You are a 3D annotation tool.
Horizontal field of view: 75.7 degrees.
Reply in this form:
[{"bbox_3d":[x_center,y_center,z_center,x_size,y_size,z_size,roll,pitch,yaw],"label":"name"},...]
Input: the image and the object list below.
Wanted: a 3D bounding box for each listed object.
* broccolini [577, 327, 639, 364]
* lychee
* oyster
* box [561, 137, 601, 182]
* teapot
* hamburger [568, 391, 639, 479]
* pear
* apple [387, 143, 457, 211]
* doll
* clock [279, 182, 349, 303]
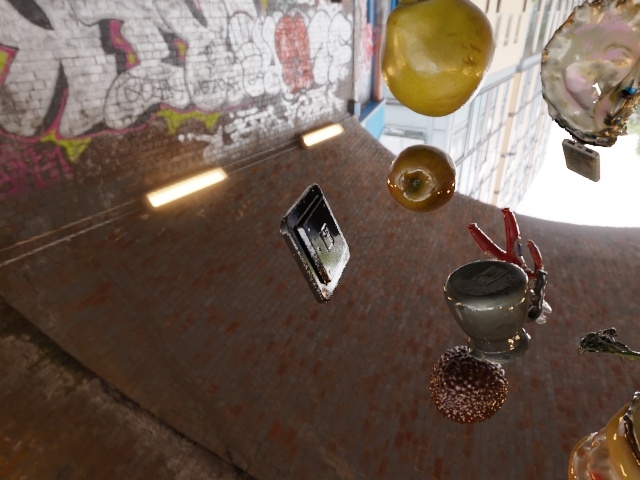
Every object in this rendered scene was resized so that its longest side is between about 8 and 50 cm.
[{"bbox_3d":[0.893,0.299,1.173,0.123,0.062,0.271,-45,-160,-31],"label":"broccolini"},{"bbox_3d":[0.534,0.525,1.502,0.304,0.276,0.276,7,-162,-39],"label":"lychee"},{"bbox_3d":[0.503,-0.294,0.737,0.092,0.260,0.198,-14,-170,-29],"label":"oyster"},{"bbox_3d":[1.019,-0.309,1.607,0.142,0.044,0.285,45,-166,34],"label":"box"},{"bbox_3d":[0.516,0.205,1.213,0.223,0.285,0.305,1,-151,42],"label":"teapot"},{"bbox_3d":[0.468,0.369,0.554,0.302,0.186,0.261,2,-139,-31],"label":"hamburger"},{"bbox_3d":[0.377,-0.608,1.348,0.362,0.418,0.362,-22,-135,24],"label":"pear"},{"bbox_3d":[0.372,-0.228,1.531,0.264,0.264,0.264,-1,-152,1],"label":"apple"},{"bbox_3d":[0.632,0.091,1.352,0.188,0.384,0.099,-34,166,36],"label":"doll"},{"bbox_3d":[0.001,0.000,1.186,0.049,0.279,0.273,-15,-155,27],"label":"clock"}]
